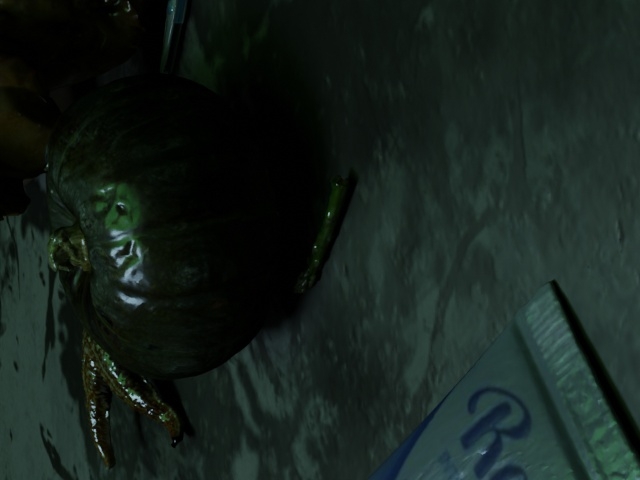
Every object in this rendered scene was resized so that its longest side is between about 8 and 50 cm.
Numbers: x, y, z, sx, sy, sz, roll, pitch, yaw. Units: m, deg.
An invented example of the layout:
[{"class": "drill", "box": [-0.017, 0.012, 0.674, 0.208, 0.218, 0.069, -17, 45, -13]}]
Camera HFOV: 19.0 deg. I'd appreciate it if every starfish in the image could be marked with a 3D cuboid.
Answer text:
[{"class": "starfish", "box": [-0.170, 0.076, 1.579, 0.238, 0.057, 0.213, 53, 133, 40]}]

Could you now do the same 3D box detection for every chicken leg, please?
[{"class": "chicken leg", "box": [-0.304, -0.127, 1.476, 0.409, 0.182, 0.295, -21, 62, 22]}]

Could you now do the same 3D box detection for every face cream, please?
[{"class": "face cream", "box": [0.072, 0.241, 1.152, 0.420, 0.137, 0.235, -51, 51, 39]}]

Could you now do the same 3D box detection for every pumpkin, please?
[{"class": "pumpkin", "box": [-0.117, -0.009, 1.354, 0.224, 0.157, 0.223, 166, 90, -71]}]

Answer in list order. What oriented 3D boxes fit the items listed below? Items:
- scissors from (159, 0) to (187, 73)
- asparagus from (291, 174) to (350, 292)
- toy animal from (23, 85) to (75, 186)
[{"class": "scissors", "box": [-0.107, -0.180, 1.439, 0.058, 0.014, 0.119, 52, 137, 49]}, {"class": "asparagus", "box": [0.000, 0.000, 1.289, 0.015, 0.014, 0.114, 60, 145, 36]}, {"class": "toy animal", "box": [-0.302, -0.100, 1.676, 0.166, 0.154, 0.250, 48, 143, -17]}]
